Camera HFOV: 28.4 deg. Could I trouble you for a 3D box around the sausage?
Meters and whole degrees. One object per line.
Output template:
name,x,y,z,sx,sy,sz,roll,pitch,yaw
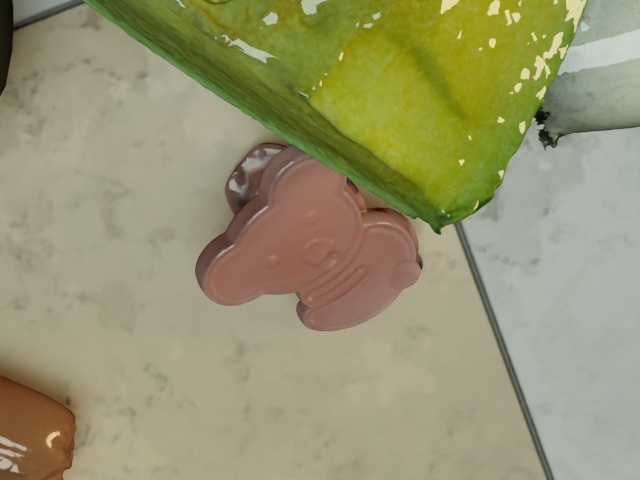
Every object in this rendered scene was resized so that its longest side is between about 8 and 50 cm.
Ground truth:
sausage,-0.297,0.098,0.823,0.289,0.086,0.086,23,105,-5

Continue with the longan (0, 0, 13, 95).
longan,-0.278,-0.126,0.709,0.212,0.198,0.198,-5,106,-2

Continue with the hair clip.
hair clip,0.000,0.004,0.787,0.138,0.102,0.123,42,106,-11

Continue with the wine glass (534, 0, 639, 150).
wine glass,0.213,-0.127,0.742,0.204,0.111,0.111,-16,106,1

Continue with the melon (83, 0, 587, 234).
melon,0.027,-0.229,0.632,0.331,0.226,0.344,36,90,9
